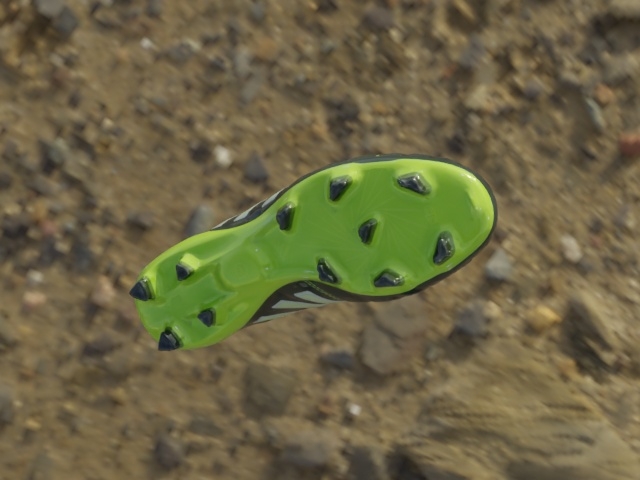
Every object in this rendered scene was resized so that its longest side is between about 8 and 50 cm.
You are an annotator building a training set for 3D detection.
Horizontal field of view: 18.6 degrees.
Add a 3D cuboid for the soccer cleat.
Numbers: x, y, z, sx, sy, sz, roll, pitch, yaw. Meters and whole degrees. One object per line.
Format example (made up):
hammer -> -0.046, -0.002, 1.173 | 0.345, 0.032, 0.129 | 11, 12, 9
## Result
soccer cleat -> 0.000, 0.000, 0.809 | 0.179, 0.072, 0.060 | -19, 97, 33
